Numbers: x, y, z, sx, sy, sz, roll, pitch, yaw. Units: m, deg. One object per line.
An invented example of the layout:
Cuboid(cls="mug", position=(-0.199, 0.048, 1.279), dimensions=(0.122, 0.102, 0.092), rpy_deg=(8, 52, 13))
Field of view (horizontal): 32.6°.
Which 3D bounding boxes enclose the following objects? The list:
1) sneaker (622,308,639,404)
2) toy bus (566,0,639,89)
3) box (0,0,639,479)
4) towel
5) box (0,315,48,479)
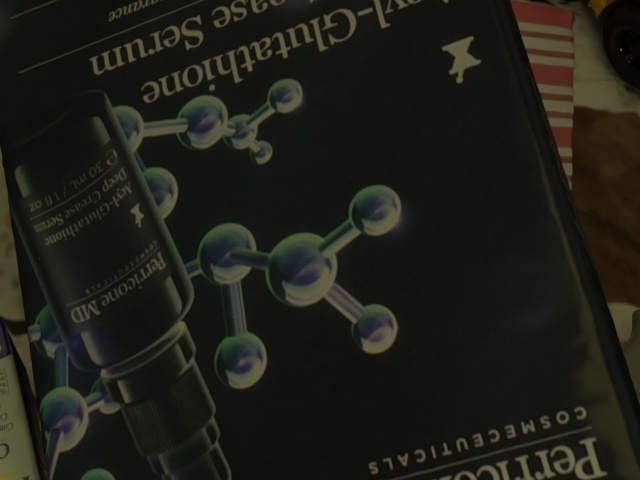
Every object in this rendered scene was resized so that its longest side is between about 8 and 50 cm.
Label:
Cuboid(cls="sneaker", position=(0.177, 0.158, 0.736), dimensions=(0.262, 0.099, 0.121), rpy_deg=(-42, 44, -5))
Cuboid(cls="toy bus", position=(0.281, -0.240, 0.821), dimensions=(0.149, 0.211, 0.220), rpy_deg=(-33, 75, -15))
Cuboid(cls="box", position=(0.000, 0.000, 0.646), dimensions=(0.294, 0.212, 0.395), rpy_deg=(-19, 71, 14))
Cuboid(cls="towel", position=(0.125, -0.104, 0.851), dimensions=(0.144, 0.029, 0.197), rpy_deg=(7, 72, -4))
Cuboid(cls="box", position=(-0.207, 0.133, 0.668), dimensions=(0.072, 0.126, 0.137), rpy_deg=(-14, 72, -13))
